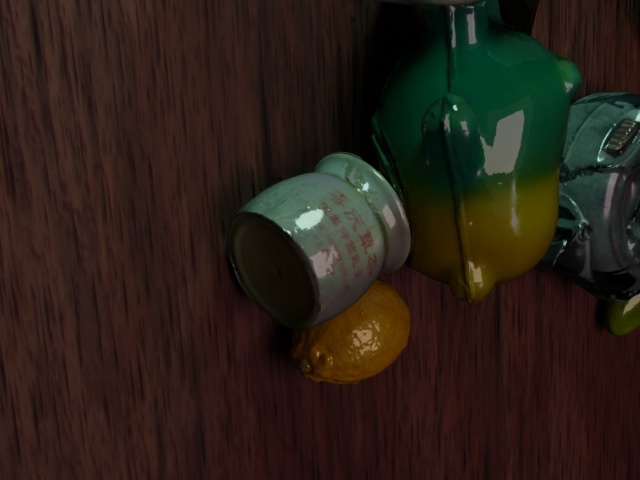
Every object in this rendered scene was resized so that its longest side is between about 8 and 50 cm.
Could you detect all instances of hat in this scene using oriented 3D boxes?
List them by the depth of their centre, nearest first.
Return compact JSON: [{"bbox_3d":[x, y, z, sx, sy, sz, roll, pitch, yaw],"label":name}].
[{"bbox_3d":[0.221,-0.325,1.463,0.193,0.082,0.193,12,90,-84],"label":"hat"}]

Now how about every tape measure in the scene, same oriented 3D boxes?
[{"bbox_3d":[0.386,-0.053,1.643,0.256,0.147,0.275,28,84,-44],"label":"tape measure"}]

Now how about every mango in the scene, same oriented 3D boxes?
[{"bbox_3d":[0.438,0.087,1.793,0.073,0.056,0.108,40,77,-36],"label":"mango"}]

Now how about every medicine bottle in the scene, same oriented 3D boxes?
[{"bbox_3d":[0.000,0.000,1.301,0.143,0.147,0.147,-33,122,-33],"label":"medicine bottle"}]

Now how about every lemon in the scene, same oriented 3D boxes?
[{"bbox_3d":[0.031,0.099,1.383,0.155,0.114,0.114,-28,120,-32],"label":"lemon"}]

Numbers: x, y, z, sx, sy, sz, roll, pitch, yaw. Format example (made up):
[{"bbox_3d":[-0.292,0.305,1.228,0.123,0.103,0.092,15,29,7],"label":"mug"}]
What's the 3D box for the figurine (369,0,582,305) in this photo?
[{"bbox_3d":[0.166,-0.110,1.360,0.323,0.232,0.340,-47,134,-67],"label":"figurine"}]
